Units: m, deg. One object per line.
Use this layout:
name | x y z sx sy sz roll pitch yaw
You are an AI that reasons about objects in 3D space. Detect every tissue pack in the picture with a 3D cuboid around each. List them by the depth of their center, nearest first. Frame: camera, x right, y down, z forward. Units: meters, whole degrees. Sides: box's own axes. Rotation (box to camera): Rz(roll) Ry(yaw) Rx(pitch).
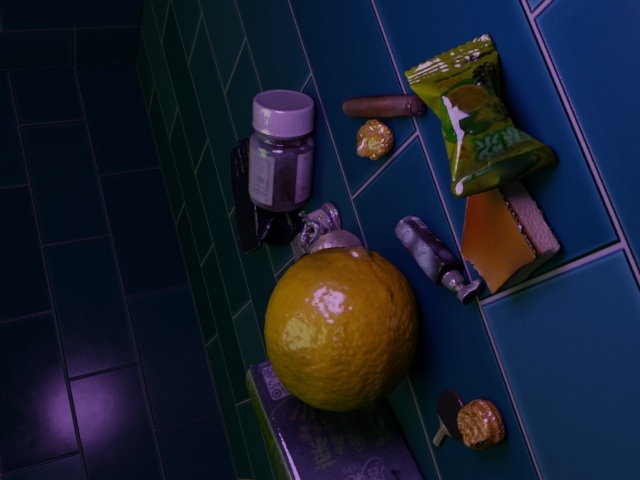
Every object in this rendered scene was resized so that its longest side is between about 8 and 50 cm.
tissue pack | 0.021 0.437 1.461 0.124 0.288 0.394 104 146 -49
tissue pack | -0.054 0.017 1.764 0.083 0.035 0.063 132 125 -62

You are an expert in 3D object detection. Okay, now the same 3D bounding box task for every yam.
yam | 0.118 -0.259 1.235 0.264 0.046 0.046 -159 61 -63

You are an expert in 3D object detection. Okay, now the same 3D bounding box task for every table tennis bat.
table tennis bat | 0.249 0.356 1.250 0.087 0.013 0.156 58 148 39

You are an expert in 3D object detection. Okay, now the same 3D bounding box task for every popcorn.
popcorn | 0.112 -0.194 1.277 0.084 0.084 0.084 169 90 -67

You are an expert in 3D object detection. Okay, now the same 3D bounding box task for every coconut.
coconut | 0.041 0.036 1.462 0.122 0.116 0.116 166 93 -67

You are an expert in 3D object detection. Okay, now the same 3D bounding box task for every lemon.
lemon | 0.041 0.175 1.277 0.336 0.336 0.336 169 90 -67

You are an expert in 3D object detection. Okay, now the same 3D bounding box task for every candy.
candy | 0.229 -0.184 0.939 0.069 0.149 0.246 40 -150 -67

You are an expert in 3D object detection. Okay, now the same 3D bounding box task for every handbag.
handbag | -0.179 -0.136 1.870 0.303 0.122 0.329 160 100 -73

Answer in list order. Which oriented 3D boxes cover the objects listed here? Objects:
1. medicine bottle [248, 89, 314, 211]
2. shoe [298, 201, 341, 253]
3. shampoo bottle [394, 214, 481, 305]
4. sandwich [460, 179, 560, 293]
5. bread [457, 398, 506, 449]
medicine bottle | -0.097 -0.223 1.597 0.165 0.165 0.273 -130 38 -48
shoe | 0.000 0.000 1.561 0.089 0.092 0.180 22 120 62
shampoo bottle | 0.210 0.033 1.143 0.208 0.057 0.063 54 139 42
sandwich | 0.266 -0.026 0.985 0.162 0.058 0.193 119 136 -57
bread | 0.280 0.325 1.125 0.111 0.044 0.083 117 138 -59
